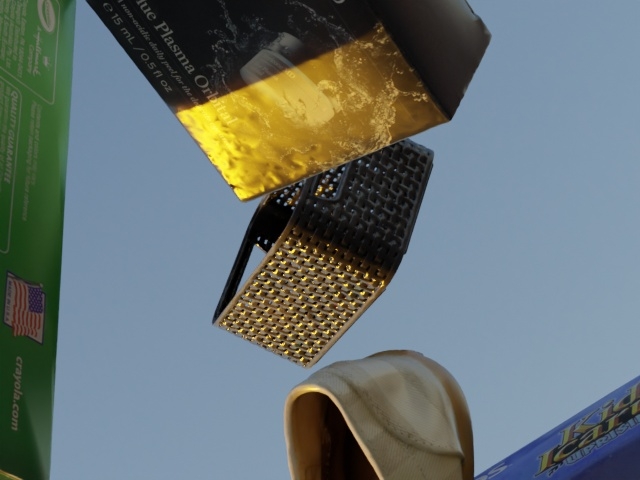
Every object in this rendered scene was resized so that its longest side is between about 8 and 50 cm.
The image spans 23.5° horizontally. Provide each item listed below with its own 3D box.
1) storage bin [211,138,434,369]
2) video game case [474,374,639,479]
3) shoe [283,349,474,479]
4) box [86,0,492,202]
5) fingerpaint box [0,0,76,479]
[{"bbox_3d":[0.000,0.000,1.119,0.180,0.084,0.122,-52,15,54],"label":"storage bin"},{"bbox_3d":[0.183,0.161,0.589,0.269,0.244,0.061,-33,6,8],"label":"video game case"},{"bbox_3d":[0.025,0.144,0.490,0.076,0.219,0.058,-14,-11,25],"label":"shoe"},{"bbox_3d":[-0.017,-0.125,0.861,0.156,0.158,0.093,53,-140,-22],"label":"box"},{"bbox_3d":[-0.342,-0.028,0.955,0.371,0.445,0.163,-20,-35,25],"label":"fingerpaint box"}]
